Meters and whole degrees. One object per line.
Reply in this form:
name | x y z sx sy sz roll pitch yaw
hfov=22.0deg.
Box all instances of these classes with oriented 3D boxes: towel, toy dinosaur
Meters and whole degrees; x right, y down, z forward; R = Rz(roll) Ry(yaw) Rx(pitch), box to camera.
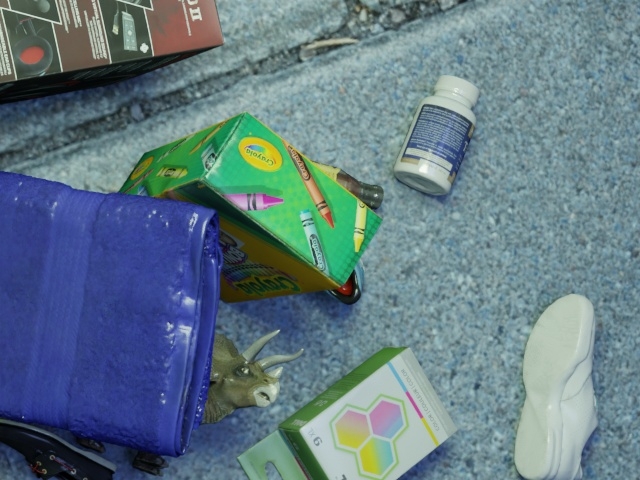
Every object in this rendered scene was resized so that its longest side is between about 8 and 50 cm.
towel | -0.240 0.058 1.510 0.308 0.076 0.227 10 93 17
toy dinosaur | -0.187 0.131 1.619 0.314 0.121 0.160 19 74 11

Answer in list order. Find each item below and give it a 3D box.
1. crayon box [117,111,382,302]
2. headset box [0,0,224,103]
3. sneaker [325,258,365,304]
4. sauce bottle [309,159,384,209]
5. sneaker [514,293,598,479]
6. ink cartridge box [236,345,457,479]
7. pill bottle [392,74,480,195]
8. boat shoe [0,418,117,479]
crayon box | -0.080 -0.024 1.572 0.165 0.278 0.081 38 71 -17
headset box | -0.247 -0.196 1.524 0.293 0.218 0.110 -15 93 -35
sneaker | 0.000 0.000 1.701 0.063 0.073 0.162 -35 111 6
sauce bottle | 0.005 -0.059 1.743 0.128 0.042 0.042 15 81 -25
sneaker | 0.279 0.167 1.841 0.094 0.080 0.212 14 88 -34
ink cartridge box | 0.030 0.212 1.725 0.209 0.062 0.109 -35 101 -21
pill bottle | 0.129 -0.115 1.786 0.067 0.067 0.120 27 77 -20
boat shoe | -0.261 0.212 1.603 0.133 0.049 0.042 31 67 -24
